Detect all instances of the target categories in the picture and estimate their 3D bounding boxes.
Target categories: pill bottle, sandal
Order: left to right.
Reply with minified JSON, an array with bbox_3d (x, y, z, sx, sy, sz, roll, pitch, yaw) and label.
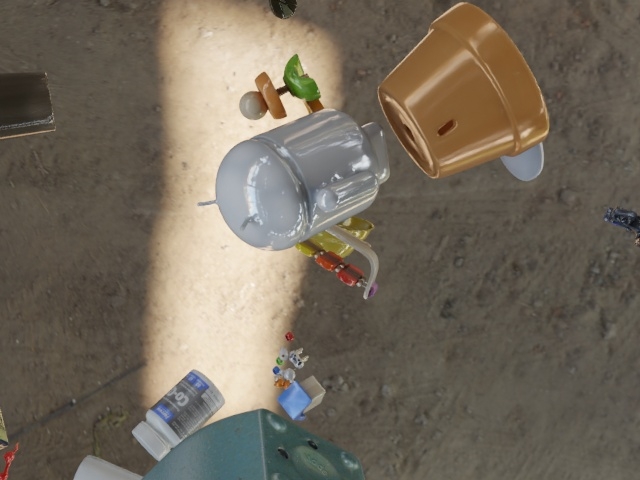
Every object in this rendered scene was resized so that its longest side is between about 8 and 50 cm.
[{"bbox_3d":[-0.224,0.275,1.301,0.137,0.078,0.078,-43,118,-24],"label":"pill bottle"},{"bbox_3d":[-0.100,-0.636,1.952,0.089,0.060,0.220,-13,108,-14],"label":"sandal"}]

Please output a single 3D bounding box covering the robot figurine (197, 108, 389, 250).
[{"bbox_3d":[-0.038,-0.107,1.450,0.353,0.299,0.200,-28,116,-34],"label":"robot figurine"}]

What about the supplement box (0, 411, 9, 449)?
[{"bbox_3d":[-0.638,0.356,1.538,0.083,0.083,0.056,-22,156,-5],"label":"supplement box"}]

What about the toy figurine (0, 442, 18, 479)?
[{"bbox_3d":[-0.749,0.539,1.822,0.191,0.217,0.362,-62,151,-16],"label":"toy figurine"}]

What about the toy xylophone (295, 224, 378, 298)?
[{"bbox_3d":[0.000,0.000,1.709,0.322,0.236,0.081,34,97,13],"label":"toy xylophone"}]

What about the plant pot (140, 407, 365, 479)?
[{"bbox_3d":[-0.072,0.339,0.912,0.247,0.247,0.252,32,105,-19],"label":"plant pot"}]

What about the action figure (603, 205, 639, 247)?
[{"bbox_3d":[0.631,0.066,1.426,0.179,0.341,0.330,-62,161,-4],"label":"action figure"}]

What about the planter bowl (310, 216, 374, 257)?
[{"bbox_3d":[0.025,-0.009,2.116,0.217,0.217,0.091,1,104,-28],"label":"planter bowl"}]

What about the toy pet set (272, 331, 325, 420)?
[{"bbox_3d":[-0.053,0.227,1.297,0.065,0.114,0.122,-26,151,-32],"label":"toy pet set"}]

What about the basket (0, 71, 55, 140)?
[{"bbox_3d":[-0.684,-0.280,1.737,0.226,0.204,0.154,-10,115,-18],"label":"basket"}]

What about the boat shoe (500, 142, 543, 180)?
[{"bbox_3d":[0.402,-0.253,1.699,0.084,0.095,0.258,-28,101,-52],"label":"boat shoe"}]

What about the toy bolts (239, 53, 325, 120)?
[{"bbox_3d":[-0.051,-0.224,1.699,0.158,0.229,0.218,-30,153,-1],"label":"toy bolts"}]

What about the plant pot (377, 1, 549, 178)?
[{"bbox_3d":[0.238,-0.247,1.483,0.203,0.291,0.291,-32,116,-3],"label":"plant pot"}]

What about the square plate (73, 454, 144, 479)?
[{"bbox_3d":[-0.390,0.597,1.502,0.049,0.343,0.348,39,64,-51],"label":"square plate"}]
